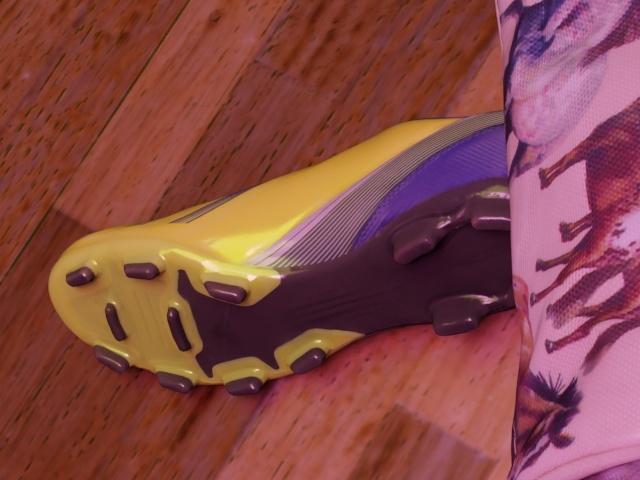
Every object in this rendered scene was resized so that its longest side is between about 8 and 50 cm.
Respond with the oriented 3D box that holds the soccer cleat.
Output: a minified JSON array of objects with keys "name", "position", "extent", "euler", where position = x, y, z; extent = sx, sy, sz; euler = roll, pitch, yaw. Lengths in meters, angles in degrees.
[{"name":"soccer cleat","position":[0.001,0.001,0.851],"extent":[0.289,0.093,0.121],"euler":[-11,32,26]}]

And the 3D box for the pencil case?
[{"name":"pencil case","position":[0.140,-0.059,0.698],"extent":[0.183,0.160,0.410],"euler":[-17,59,30]}]
